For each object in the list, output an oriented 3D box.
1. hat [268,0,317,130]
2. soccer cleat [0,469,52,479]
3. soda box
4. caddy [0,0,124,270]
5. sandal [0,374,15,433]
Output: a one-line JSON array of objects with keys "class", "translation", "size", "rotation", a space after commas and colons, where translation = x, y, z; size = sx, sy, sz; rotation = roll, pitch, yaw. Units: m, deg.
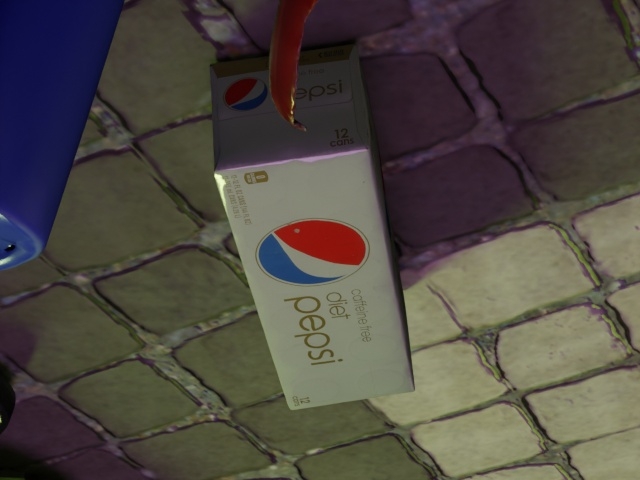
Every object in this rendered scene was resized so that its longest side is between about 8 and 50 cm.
[{"class": "hat", "translation": [-0.019, -0.180, 0.516], "size": [0.173, 0.208, 0.183], "rotation": [23, 167, -14]}, {"class": "soccer cleat", "translation": [-0.193, 0.257, 1.060], "size": [0.093, 0.121, 0.289], "rotation": [-8, 143, 6]}, {"class": "soda box", "translation": [0.000, 0.000, 0.782], "size": [0.074, 0.069, 0.216], "rotation": [-8, 144, 4]}, {"class": "caddy", "translation": [-0.221, -0.111, 0.520], "size": [0.341, 0.179, 0.241], "rotation": [5, 159, 12]}, {"class": "sandal", "translation": [-0.300, 0.083, 0.873], "size": [0.254, 0.054, 0.097], "rotation": [17, 138, -26]}]
